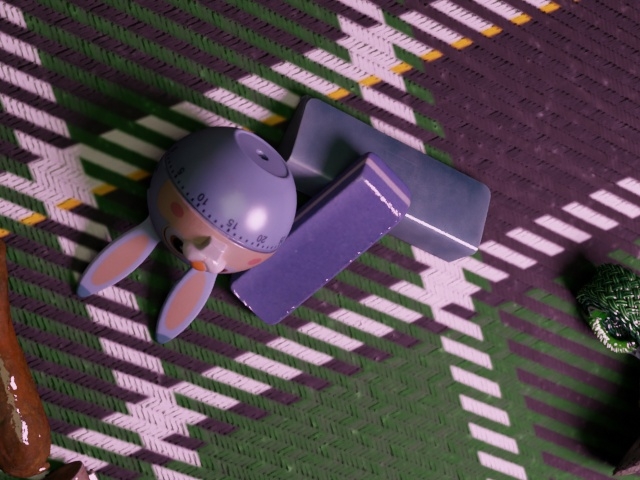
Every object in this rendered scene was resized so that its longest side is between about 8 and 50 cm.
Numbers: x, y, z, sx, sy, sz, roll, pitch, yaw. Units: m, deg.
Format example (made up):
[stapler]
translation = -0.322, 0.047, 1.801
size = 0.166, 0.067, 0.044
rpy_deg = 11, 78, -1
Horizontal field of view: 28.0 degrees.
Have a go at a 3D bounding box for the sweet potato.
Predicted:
[sweet potato]
translation = -0.344, 0.128, 1.369
size = 0.075, 0.075, 0.273
rpy_deg = -14, 101, -18

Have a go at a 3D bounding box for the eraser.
[eraser]
translation = 0.000, 0.000, 1.455
size = 0.225, 0.036, 0.082
rpy_deg = -40, 120, 12

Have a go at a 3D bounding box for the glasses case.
[glasses case]
translation = 0.077, -0.066, 1.496
size = 0.266, 0.056, 0.105
rpy_deg = 24, 92, -23

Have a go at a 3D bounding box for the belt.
[belt]
translation = 0.386, 0.100, 1.612
size = 0.151, 0.121, 0.079
rpy_deg = 43, 82, -27

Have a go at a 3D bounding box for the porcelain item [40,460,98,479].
[porcelain item]
translation = -0.248, 0.353, 1.456
size = 0.084, 0.054, 0.213
rpy_deg = -32, 111, -10

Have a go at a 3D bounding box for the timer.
[timer]
translation = -0.133, -0.003, 1.373
size = 0.175, 0.175, 0.255
rpy_deg = 35, 88, -23

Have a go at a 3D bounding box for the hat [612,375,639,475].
[hat]
translation = 0.481, 0.208, 1.652
size = 0.266, 0.265, 0.128
rpy_deg = -8, 72, -19
